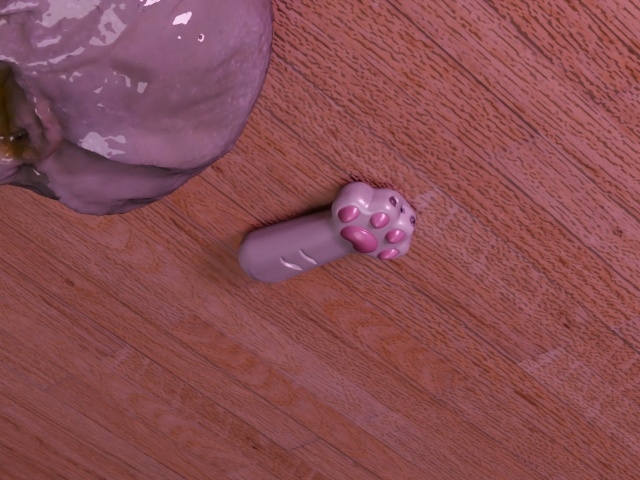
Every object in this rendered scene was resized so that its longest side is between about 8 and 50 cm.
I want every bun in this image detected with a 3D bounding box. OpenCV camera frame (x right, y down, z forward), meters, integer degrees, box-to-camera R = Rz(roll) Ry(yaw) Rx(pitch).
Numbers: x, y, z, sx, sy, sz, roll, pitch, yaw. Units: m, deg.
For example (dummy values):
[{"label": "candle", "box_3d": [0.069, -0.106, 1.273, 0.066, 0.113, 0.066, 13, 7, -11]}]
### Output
[{"label": "bun", "box_3d": [-0.213, -0.164, 1.151, 0.362, 0.211, 0.362, 12, 143, 9]}]

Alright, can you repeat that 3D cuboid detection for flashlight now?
[{"label": "flashlight", "box_3d": [0.000, 0.000, 1.412, 0.200, 0.047, 0.093, -18, 131, 36]}]
